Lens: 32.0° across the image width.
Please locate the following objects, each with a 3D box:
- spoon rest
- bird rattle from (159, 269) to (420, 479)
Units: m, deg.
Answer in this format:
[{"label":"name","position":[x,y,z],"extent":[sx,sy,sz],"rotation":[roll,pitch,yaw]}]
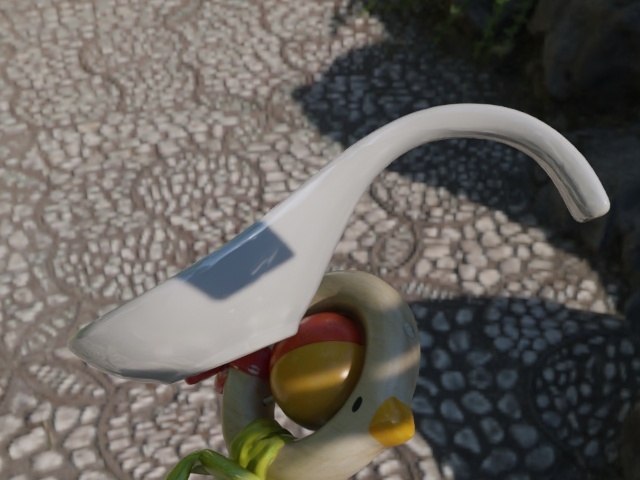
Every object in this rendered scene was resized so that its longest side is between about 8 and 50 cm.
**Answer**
[{"label":"spoon rest","position":[0.000,0.000,0.567],"extent":[0.276,0.084,0.137],"rotation":[-21,-4,4]},{"label":"bird rattle","position":[-0.015,0.103,0.795],"extent":[0.207,0.143,0.253],"rotation":[-27,34,26]}]
